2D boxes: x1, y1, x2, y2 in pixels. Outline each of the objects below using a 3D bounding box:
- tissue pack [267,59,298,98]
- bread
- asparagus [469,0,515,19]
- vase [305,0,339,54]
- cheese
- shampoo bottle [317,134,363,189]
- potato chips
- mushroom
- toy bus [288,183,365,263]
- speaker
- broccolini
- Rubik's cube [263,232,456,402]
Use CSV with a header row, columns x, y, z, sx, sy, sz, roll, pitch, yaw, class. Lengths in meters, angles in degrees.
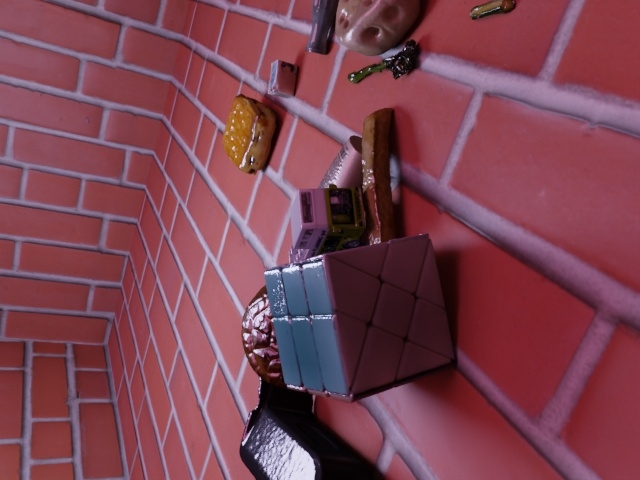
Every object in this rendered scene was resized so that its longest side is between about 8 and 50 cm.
x,y,z,sx,sy,sz,roll,pitch,yaw,class
-0.109,-0.463,1.738,0.058,0.074,0.094,9,92,59,tissue pack
-0.217,-0.335,1.879,0.235,0.099,0.210,51,128,48,bread
0.288,-0.396,1.038,0.108,0.021,0.025,17,97,62,asparagus
0.010,-0.592,1.559,0.086,0.086,0.214,40,121,58,vase
0.121,-0.510,1.283,0.235,0.117,0.218,-10,70,58,cheese
0.036,-0.109,1.352,0.257,0.078,0.127,-57,31,33,shampoo bottle
0.120,-0.098,1.202,0.057,0.080,0.407,-23,62,46,potato chips
-0.056,0.199,1.297,0.253,0.153,0.253,0,90,25,mushroom
0.000,0.000,1.276,0.302,0.139,0.113,114,154,-60,toy bus
-0.022,0.416,1.203,0.388,0.180,0.184,16,90,62,speaker
0.136,-0.371,1.315,0.057,0.071,0.254,59,162,-13,broccolini
0.061,0.128,1.032,0.224,0.221,0.231,-13,87,60,Rubik's cube
